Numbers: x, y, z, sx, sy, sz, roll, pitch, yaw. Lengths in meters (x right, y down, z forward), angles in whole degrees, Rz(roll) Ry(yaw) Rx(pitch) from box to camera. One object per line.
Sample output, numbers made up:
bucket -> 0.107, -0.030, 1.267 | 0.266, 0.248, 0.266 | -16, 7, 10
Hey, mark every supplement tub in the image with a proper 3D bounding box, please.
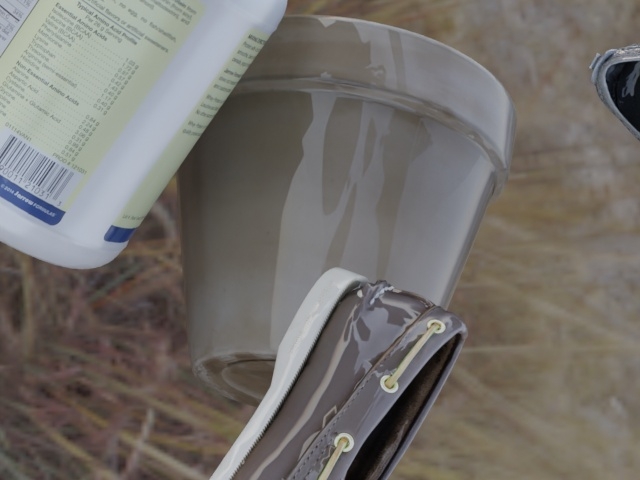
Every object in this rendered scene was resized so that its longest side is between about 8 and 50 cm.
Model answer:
supplement tub -> -0.173, -0.167, 1.244 | 0.235, 0.235, 0.325 | 28, 101, -44

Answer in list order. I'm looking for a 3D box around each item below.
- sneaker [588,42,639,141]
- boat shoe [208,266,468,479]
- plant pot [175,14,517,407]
sneaker -> 0.297, -0.051, 1.105 | 0.115, 0.281, 0.105 | 3, 113, -52
boat shoe -> -0.009, 0.165, 0.995 | 0.116, 0.097, 0.324 | 76, 36, -55
plant pot -> 0.000, 0.000, 1.438 | 0.323, 0.323, 0.280 | 30, 61, -43
